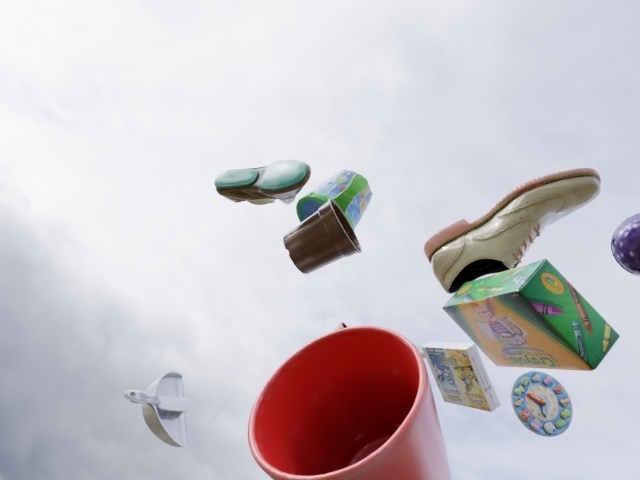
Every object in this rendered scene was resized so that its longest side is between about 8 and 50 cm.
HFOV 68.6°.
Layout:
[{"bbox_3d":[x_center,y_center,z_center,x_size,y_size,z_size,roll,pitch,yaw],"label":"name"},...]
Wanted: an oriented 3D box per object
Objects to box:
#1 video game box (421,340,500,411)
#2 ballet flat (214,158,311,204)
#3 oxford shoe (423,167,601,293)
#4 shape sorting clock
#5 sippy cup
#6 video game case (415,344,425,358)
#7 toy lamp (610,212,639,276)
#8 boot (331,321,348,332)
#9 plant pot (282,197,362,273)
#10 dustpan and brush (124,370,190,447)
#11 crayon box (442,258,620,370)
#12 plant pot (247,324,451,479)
[{"bbox_3d":[0.400,0.387,1.357,0.187,0.048,0.205,65,-26,0],"label":"video game box"},{"bbox_3d":[-0.147,-0.149,1.326,0.342,0.116,0.124,-3,-34,32],"label":"ballet flat"},{"bbox_3d":[0.425,-0.009,1.019,0.397,0.147,0.140,-33,-44,25],"label":"oxford shoe"},{"bbox_3d":[0.717,0.525,1.517,0.206,0.206,0.040,25,-25,9],"label":"shape sorting clock"},{"bbox_3d":[0.067,-0.133,1.705,0.305,0.224,0.240,8,-44,42],"label":"sippy cup"},{"bbox_3d":[0.317,0.423,1.716,0.201,0.183,0.023,128,-55,-78],"label":"video game case"},{"bbox_3d":[0.299,0.025,0.363,0.080,0.274,0.080,4,-78,21],"label":"toy lamp"},{"bbox_3d":[0.043,0.402,1.684,0.178,0.236,0.085,-44,-74,7],"label":"boot"},{"bbox_3d":[0.000,0.000,1.256,0.165,0.167,0.167,-30,-71,12],"label":"plant pot"},{"bbox_3d":[-0.300,0.305,0.874,0.060,0.147,0.211,-25,-31,16],"label":"dustpan and brush"},{"bbox_3d":[0.354,0.142,0.840,0.165,0.081,0.278,47,-17,3],"label":"crayon box"},{"bbox_3d":[0.067,0.308,0.708,0.275,0.275,0.243,-11,-60,34],"label":"plant pot"}]
